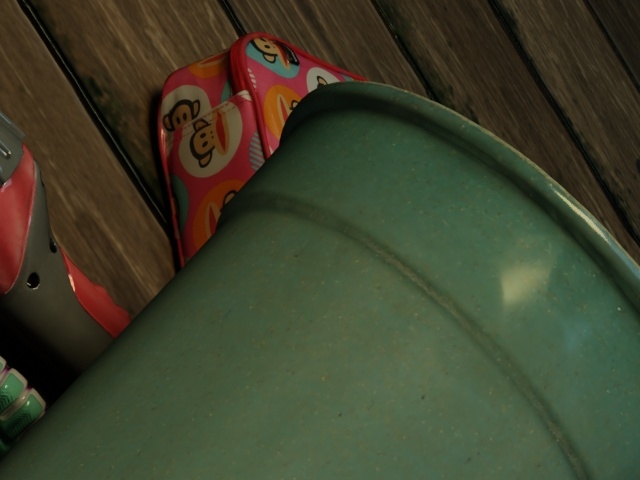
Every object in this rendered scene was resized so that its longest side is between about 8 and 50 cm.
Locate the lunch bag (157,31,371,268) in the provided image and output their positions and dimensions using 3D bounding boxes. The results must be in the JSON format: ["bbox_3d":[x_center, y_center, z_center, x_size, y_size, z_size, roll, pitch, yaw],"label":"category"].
[{"bbox_3d":[0.000,0.000,1.429,0.258,0.120,0.293,19,52,-53],"label":"lunch bag"}]

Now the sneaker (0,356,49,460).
[{"bbox_3d":[-0.221,0.062,1.090,0.223,0.083,0.098,45,30,-23],"label":"sneaker"}]

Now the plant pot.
[{"bbox_3d":[-0.011,0.144,1.018,0.334,0.341,0.341,-42,105,-22],"label":"plant pot"}]

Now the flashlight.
[{"bbox_3d":[-0.157,0.038,1.183,0.304,0.103,0.103,46,10,-26],"label":"flashlight"}]
